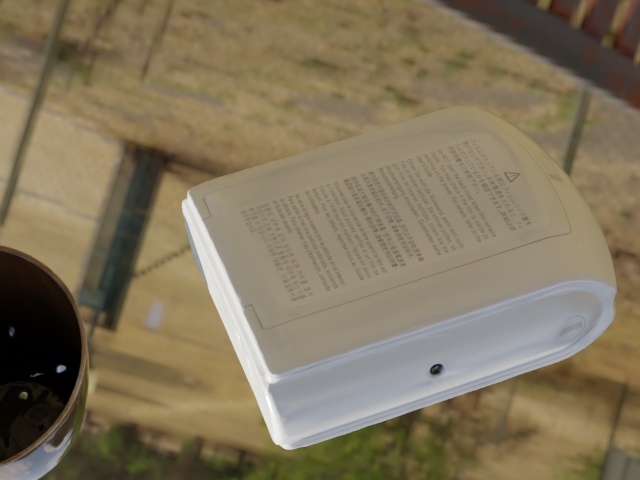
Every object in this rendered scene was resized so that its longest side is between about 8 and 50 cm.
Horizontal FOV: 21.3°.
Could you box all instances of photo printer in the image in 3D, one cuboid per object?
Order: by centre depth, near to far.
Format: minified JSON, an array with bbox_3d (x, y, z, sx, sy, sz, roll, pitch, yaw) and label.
[{"bbox_3d":[0.068,0.016,1.370,0.307,0.107,0.256,-18,-136,-10],"label":"photo printer"}]

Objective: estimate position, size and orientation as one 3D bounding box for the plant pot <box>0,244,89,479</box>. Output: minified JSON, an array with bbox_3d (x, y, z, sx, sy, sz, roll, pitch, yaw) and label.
[{"bbox_3d":[-0.304,0.145,1.592,0.215,0.215,0.230,15,159,10],"label":"plant pot"}]
